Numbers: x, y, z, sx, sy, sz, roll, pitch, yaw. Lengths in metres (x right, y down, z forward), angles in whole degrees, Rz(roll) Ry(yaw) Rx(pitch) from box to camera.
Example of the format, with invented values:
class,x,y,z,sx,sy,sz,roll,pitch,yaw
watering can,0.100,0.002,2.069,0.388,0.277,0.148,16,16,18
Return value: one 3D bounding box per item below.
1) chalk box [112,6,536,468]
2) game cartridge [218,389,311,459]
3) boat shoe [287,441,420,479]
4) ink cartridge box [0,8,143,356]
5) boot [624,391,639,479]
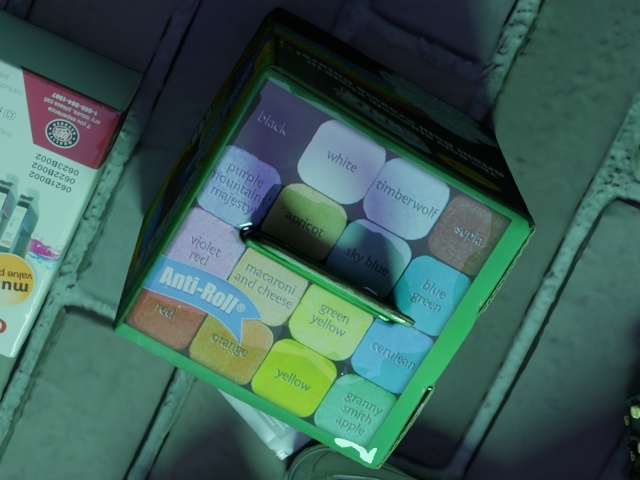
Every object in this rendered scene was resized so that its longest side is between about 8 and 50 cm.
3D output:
class,x,y,z,sx,sy,sz,roll,pitch,yaw
chalk box,0.000,0.000,1.076,0.180,0.289,0.179,30,104,-8
game cartridge,-0.032,0.104,1.250,0.056,0.017,0.083,-36,103,14
boat shoe,0.081,0.210,1.245,0.227,0.081,0.079,23,105,-6
ink cartridge box,-0.208,-0.041,1.149,0.128,0.127,0.176,23,106,-7
boot,0.209,0.193,1.215,0.236,0.085,0.179,-10,81,0
